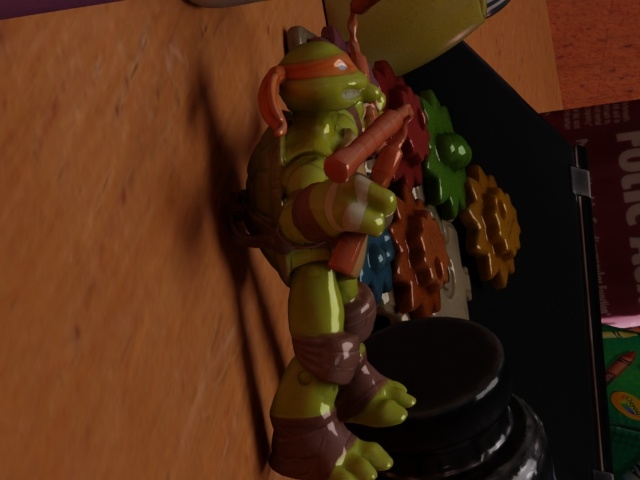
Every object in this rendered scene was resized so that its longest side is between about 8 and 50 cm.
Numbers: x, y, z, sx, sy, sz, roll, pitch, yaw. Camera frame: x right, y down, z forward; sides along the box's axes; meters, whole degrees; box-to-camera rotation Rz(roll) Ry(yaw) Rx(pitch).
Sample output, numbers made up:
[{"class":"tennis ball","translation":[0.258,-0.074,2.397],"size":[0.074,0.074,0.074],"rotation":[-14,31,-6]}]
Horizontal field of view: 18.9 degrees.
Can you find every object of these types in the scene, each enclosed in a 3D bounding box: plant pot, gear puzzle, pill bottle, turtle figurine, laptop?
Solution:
[{"class":"plant pot","translation":[0.059,-0.172,1.281],"size":[0.134,0.095,0.134],"rotation":[-7,90,-79]},{"class":"gear puzzle","translation":[0.074,-0.020,1.215],"size":[0.339,0.044,0.175],"rotation":[21,59,-65]},{"class":"pill bottle","translation":[0.075,0.157,1.082],"size":[0.123,0.123,0.219],"rotation":[-80,159,-57]},{"class":"turtle figurine","translation":[0.000,0.000,0.900],"size":[0.269,0.087,0.217],"rotation":[-91,178,-71]},{"class":"laptop","translation":[0.088,0.077,1.471],"size":[0.408,0.236,0.382],"rotation":[113,-14,-47]},{"class":"pill bottle","translation":[0.343,-0.030,1.852],"size":[0.224,0.392,0.224],"rotation":[-8,90,-79]}]

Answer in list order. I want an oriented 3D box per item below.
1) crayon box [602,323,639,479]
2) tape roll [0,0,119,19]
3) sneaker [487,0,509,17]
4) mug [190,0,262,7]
[{"class":"crayon box","translation":[0.216,0.227,1.557],"size":[0.165,0.081,0.278],"rotation":[-83,-173,-65]},{"class":"tape roll","translation":[-0.092,-0.204,0.563],"size":[0.275,0.090,0.274],"rotation":[-6,90,-79]},{"class":"sneaker","translation":[0.136,-0.253,1.644],"size":[0.321,0.126,0.127],"rotation":[-85,158,-52]},{"class":"mug","translation":[0.074,-0.308,0.843],"size":[0.276,0.328,0.374],"rotation":[-71,152,-66]}]
